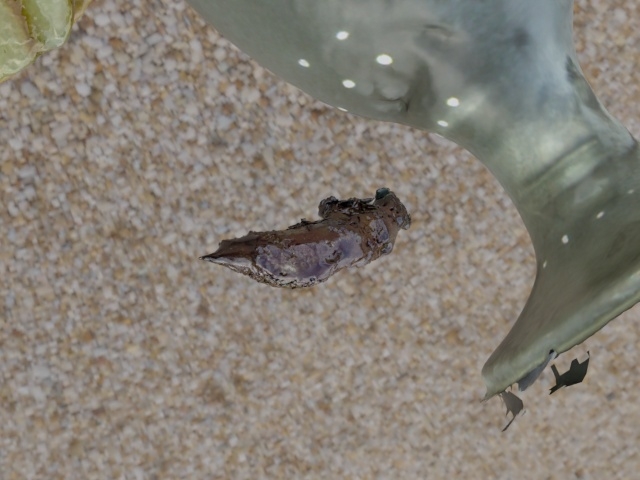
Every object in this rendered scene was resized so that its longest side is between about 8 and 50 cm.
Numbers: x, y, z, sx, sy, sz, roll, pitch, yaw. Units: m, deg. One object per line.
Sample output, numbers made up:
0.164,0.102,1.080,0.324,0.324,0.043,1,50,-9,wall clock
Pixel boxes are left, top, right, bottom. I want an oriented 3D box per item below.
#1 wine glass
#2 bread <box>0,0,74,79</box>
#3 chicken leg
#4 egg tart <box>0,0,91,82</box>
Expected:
0.038,-0.117,0.461,0.190,0.357,0.190,-34,174,-4,wine glass
-0.212,-0.184,0.493,0.110,0.234,0.184,-37,135,-16,bread
0.000,0.000,1.053,0.234,0.105,0.063,-22,111,-45,chicken leg
-0.240,-0.210,0.716,0.241,0.241,0.106,-37,152,5,egg tart
